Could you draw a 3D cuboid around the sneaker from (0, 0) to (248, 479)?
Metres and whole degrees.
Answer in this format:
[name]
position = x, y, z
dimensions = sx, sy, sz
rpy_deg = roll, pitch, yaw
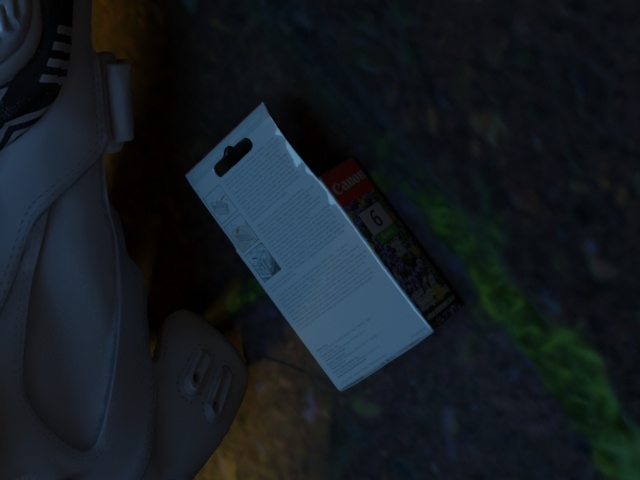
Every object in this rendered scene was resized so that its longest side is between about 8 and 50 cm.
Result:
[sneaker]
position = -0.130, -0.010, 0.582
dimensions = 0.137, 0.210, 0.366
rpy_deg = 7, 82, 32

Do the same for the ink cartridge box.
[ink cartridge box]
position = 0.000, 0.000, 0.559
dimensions = 0.063, 0.029, 0.115
rpy_deg = -38, 87, 41
